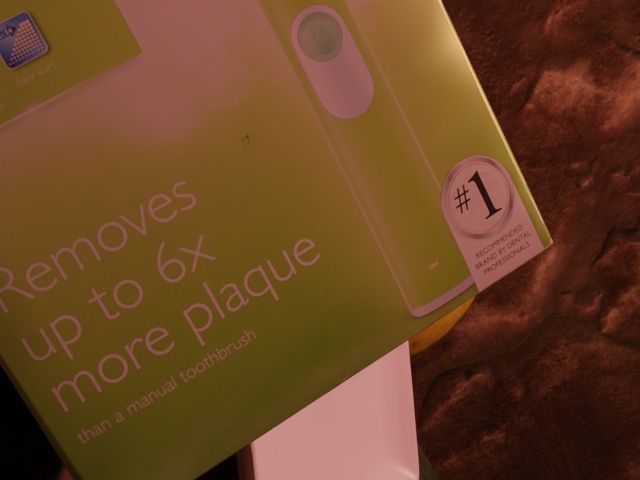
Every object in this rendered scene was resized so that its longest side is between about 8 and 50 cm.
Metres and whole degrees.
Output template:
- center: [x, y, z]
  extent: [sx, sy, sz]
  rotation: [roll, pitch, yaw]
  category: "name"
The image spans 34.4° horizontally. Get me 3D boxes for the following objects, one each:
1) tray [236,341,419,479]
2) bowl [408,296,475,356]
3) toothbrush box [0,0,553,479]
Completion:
- center: [0.008, 0.143, 0.726]
  extent: [0.270, 0.030, 0.145]
  rotation: [-14, 99, -65]
  category: "tray"
- center: [0.000, 0.000, 0.903]
  extent: [0.289, 0.290, 0.156]
  rotation: [61, 22, -7]
  category: "bowl"
- center: [-0.072, -0.072, 0.404]
  extent: [0.283, 0.206, 0.122]
  rotation: [63, -15, -13]
  category: "toothbrush box"
